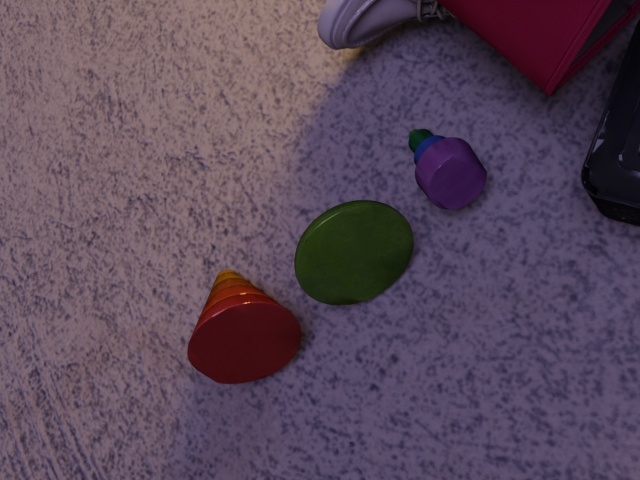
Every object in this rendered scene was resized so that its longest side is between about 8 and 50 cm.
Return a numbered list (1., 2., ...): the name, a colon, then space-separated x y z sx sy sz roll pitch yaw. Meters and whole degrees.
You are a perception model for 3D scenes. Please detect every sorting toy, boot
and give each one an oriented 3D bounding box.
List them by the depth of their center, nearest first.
1. boot: 0.126 -0.267 0.675 0.258 0.095 0.123 -40 69 6
2. sorting toy: 0.000 0.000 0.702 0.365 0.127 0.126 -39 39 9

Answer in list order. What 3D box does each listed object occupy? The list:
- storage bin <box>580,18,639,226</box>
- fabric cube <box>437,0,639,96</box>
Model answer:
1. storage bin: 0.320 -0.101 0.566 0.122 0.084 0.180 21 89 34
2. fabric cube: 0.202 -0.329 0.510 0.259 0.254 0.258 -43 78 -10
